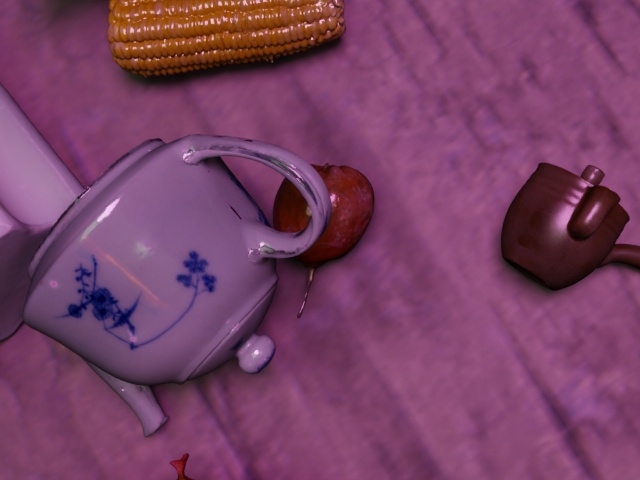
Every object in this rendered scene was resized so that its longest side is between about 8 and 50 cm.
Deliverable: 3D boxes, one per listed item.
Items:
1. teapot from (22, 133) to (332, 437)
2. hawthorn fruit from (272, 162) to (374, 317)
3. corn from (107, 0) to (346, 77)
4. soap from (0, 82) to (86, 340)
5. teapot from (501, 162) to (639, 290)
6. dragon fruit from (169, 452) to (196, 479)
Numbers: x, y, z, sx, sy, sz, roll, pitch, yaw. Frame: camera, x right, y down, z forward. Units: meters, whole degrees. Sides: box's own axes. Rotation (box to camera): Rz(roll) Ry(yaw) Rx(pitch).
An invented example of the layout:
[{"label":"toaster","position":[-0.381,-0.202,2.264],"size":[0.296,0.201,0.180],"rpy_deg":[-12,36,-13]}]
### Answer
[{"label":"teapot","position":[-0.083,0.026,0.537],"size":[0.159,0.159,0.232],"rpy_deg":[48,121,11]},{"label":"hawthorn fruit","position":[0.000,0.000,0.571],"size":[0.067,0.067,0.103],"rpy_deg":[6,96,9]},{"label":"corn","position":[-0.063,-0.159,0.595],"size":[0.165,0.063,0.085],"rpy_deg":[-4,53,8]},{"label":"soap","position":[-0.283,-0.065,0.573],"size":[0.265,0.087,0.160],"rpy_deg":[50,127,11]},{"label":"teapot","position":[0.171,0.001,0.538],"size":[0.110,0.085,0.080],"rpy_deg":[34,91,-9]},{"label":"dragon fruit","position":[-0.096,0.232,0.483],"size":[0.268,0.205,0.210],"rpy_deg":[9,92,7]}]
